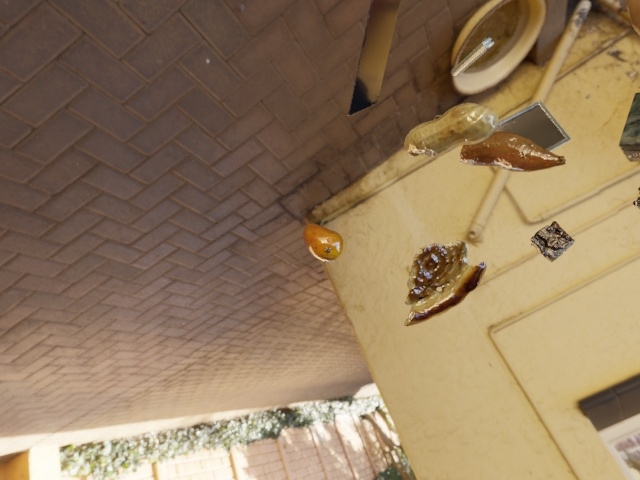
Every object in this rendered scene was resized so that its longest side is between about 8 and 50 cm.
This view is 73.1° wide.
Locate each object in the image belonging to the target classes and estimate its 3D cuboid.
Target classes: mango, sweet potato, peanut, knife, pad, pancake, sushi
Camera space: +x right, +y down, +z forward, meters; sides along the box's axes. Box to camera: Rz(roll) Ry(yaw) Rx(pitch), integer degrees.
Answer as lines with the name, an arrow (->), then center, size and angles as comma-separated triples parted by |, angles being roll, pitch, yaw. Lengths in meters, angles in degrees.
mango -> -0.001, 0.004, 1.146 | 0.105, 0.159, 0.084 | 27, 89, -26
sweet potato -> 0.640, -0.294, 1.433 | 0.131, 0.336, 0.131 | -23, 121, -44
peanut -> 0.388, -0.331, 1.312 | 0.290, 0.130, 0.130 | -17, 161, 36
knife -> 0.362, -0.435, 1.030 | 0.044, 0.023, 0.162 | -31, -178, -10
pad -> 0.120, -0.419, 0.885 | 0.202, 0.005, 0.300 | -46, 152, -55
pancake -> 0.345, 0.122, 1.186 | 0.212, 0.056, 0.257 | 5, 110, -10
sushi -> 0.641, 0.004, 1.194 | 0.094, 0.084, 0.098 | -43, 153, 14

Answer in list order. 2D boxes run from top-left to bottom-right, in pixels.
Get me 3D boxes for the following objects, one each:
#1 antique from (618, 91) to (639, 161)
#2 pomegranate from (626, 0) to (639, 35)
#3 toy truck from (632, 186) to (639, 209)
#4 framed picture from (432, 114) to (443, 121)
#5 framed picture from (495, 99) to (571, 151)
antique -> 0.888, -0.305, 1.169 | 0.088, 0.086, 0.183 | 29, 80, -34
pomegranate -> 1.045, -0.666, 1.118 | 0.416, 0.417, 0.417 | -19, 151, -11
toy truck -> 0.929, -0.060, 1.076 | 0.124, 0.268, 0.155 | -43, -163, -12
framed picture -> 0.426, -0.389, 1.581 | 0.015, 0.203, 0.150 | 24, 102, -10
framed picture -> 0.767, -0.392, 1.600 | 0.252, 0.197, 0.014 | -28, 165, -6
